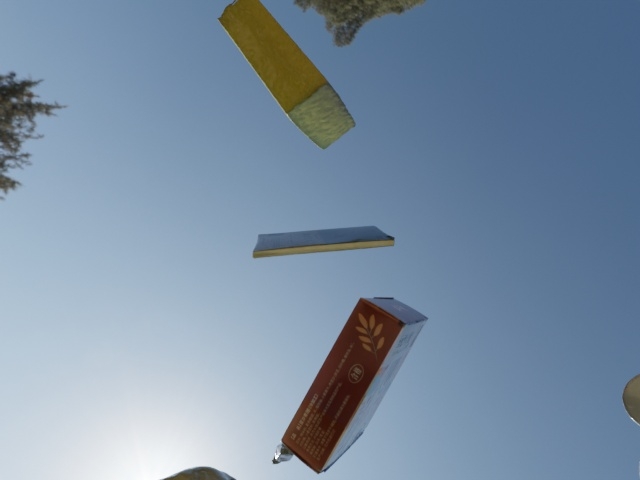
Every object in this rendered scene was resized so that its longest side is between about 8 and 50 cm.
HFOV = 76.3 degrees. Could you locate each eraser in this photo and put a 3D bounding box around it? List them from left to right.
[{"bbox_3d":[-0.028,-0.154,0.378,0.045,0.097,0.122,-38,-106,13],"label":"eraser"}]

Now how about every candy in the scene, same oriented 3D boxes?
[{"bbox_3d":[-0.106,0.620,1.200,0.053,0.046,0.182,12,-43,-13],"label":"candy"}]

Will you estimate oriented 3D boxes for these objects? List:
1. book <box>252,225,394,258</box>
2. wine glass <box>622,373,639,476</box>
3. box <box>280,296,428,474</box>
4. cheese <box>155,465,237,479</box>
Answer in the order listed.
[{"bbox_3d":[0.000,0.000,1.184,0.380,0.264,0.031,-5,-79,-5],"label":"book"},{"bbox_3d":[0.546,0.303,0.602,0.165,0.165,0.196,-24,-75,28],"label":"wine glass"},{"bbox_3d":[0.108,0.339,1.041,0.122,0.345,0.384,30,-86,24],"label":"box"},{"bbox_3d":[-0.178,0.459,0.495,0.327,0.115,0.317,18,-105,32],"label":"cheese"}]
